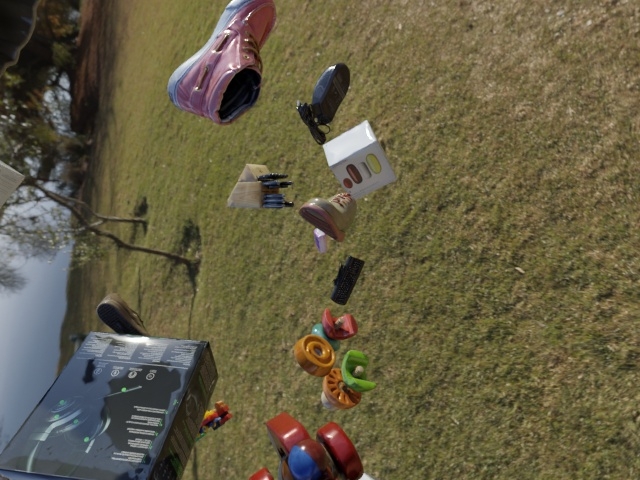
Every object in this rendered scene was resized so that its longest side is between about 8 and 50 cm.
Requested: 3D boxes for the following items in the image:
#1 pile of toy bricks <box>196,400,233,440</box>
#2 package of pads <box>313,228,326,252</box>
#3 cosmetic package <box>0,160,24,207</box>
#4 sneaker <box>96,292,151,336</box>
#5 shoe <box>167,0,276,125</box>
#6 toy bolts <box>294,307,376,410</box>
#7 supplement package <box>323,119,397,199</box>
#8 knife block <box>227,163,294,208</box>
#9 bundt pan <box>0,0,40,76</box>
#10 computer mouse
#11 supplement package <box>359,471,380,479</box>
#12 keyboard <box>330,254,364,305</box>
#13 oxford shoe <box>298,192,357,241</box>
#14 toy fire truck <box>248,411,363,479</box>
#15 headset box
[{"bbox_3d":[-0.322,0.438,0.985,0.212,0.118,0.105,-41,71,21],"label":"pile of toy bricks"},{"bbox_3d":[0.000,0.000,1.503,0.050,0.032,0.083,-124,20,-47],"label":"package of pads"},{"bbox_3d":[-0.993,-0.184,1.153,0.184,0.151,0.151,24,77,32],"label":"cosmetic package"},{"bbox_3d":[-0.410,0.195,0.895,0.066,0.188,0.071,-24,20,5],"label":"sneaker"},{"bbox_3d":[-0.088,-0.207,0.461,0.081,0.063,0.178,30,76,24],"label":"shoe"},{"bbox_3d":[0.001,0.294,1.005,0.158,0.218,0.228,-53,27,29],"label":"toy bolts"},{"bbox_3d":[0.149,-0.295,1.523,0.194,0.203,0.149,-27,43,15],"label":"supplement package"},{"bbox_3d":[-0.209,-0.147,1.460,0.275,0.088,0.242,-51,58,35],"label":"knife block"},{"bbox_3d":[-0.561,-0.386,0.572,0.331,0.124,0.331,-156,90,-82],"label":"bundt pan"},{"bbox_3d":[0.009,-0.477,1.349,0.072,0.188,0.272,20,75,31],"label":"computer mouse"},{"bbox_3d":[0.173,0.805,1.194,0.139,0.134,0.244,-59,16,-18],"label":"supplement package"},{"bbox_3d":[0.096,0.154,1.525,0.192,0.100,0.038,-68,23,6],"label":"keyboard"},{"bbox_3d":[0.031,-0.085,1.110,0.123,0.348,0.130,33,91,8],"label":"oxford shoe"},{"bbox_3d":[0.014,0.378,0.566,0.302,0.169,0.254,53,154,28],"label":"toy fire truck"},{"bbox_3d":[-0.346,0.315,0.705,0.283,0.246,0.131,-80,-9,-53],"label":"headset box"}]
